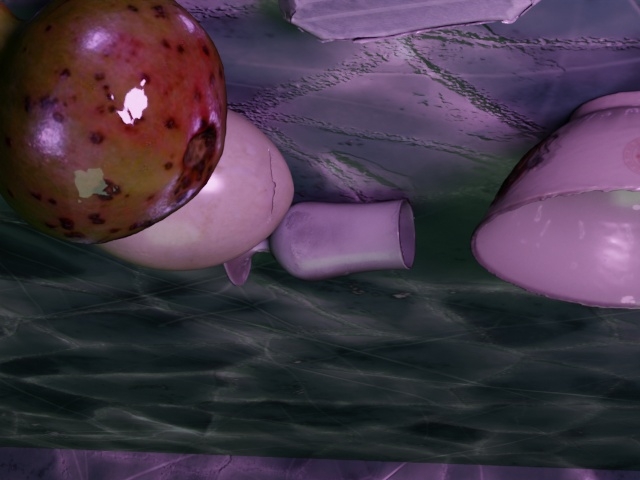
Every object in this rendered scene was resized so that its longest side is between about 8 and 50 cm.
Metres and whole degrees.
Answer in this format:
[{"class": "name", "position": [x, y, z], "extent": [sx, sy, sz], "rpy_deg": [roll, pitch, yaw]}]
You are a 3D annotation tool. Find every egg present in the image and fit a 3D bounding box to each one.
[{"class": "egg", "position": [-0.154, -0.060, 1.513], "extent": [0.253, 0.187, 0.186], "rpy_deg": [4, 160, -2]}]

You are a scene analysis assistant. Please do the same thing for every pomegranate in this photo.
[{"class": "pomegranate", "position": [-0.238, -0.120, 1.308], "extent": [0.305, 0.242, 0.242], "rpy_deg": [6, 161, 7]}]

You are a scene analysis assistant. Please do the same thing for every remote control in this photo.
[{"class": "remote control", "position": [0.075, -0.216, 1.226], "extent": [0.247, 0.052, 0.104], "rpy_deg": [-4, 157, 31]}]

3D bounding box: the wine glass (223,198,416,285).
[{"class": "wine glass", "position": [0.000, 0.000, 1.772], "extent": [0.231, 0.103, 0.103], "rpy_deg": [-5, 158, 17]}]

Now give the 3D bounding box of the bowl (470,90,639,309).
[{"class": "bowl", "position": [0.325, -0.053, 1.458], "extent": [0.337, 0.158, 0.337], "rpy_deg": [5, 159, 2]}]
